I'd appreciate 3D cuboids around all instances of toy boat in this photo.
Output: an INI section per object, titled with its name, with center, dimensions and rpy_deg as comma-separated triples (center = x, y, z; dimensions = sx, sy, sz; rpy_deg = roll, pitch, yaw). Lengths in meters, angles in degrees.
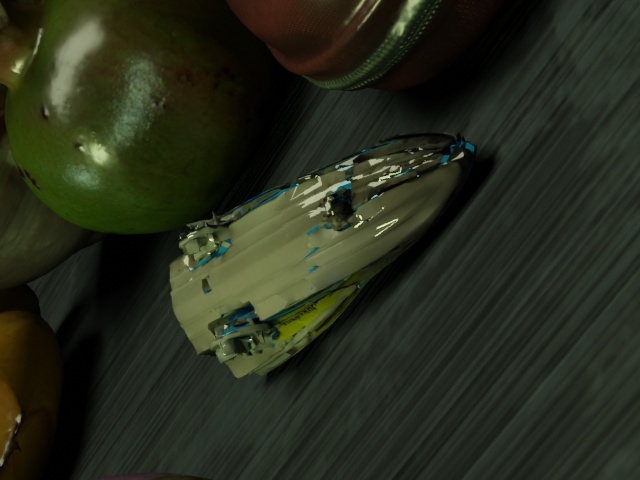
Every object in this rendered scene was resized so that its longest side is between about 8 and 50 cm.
[toy boat]
center = 0.000, 0.000, 0.773
dimensions = 0.210, 0.066, 0.084
rpy_deg = -30, 72, 43

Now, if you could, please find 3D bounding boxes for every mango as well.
[mango]
center = -0.249, 0.149, 1.115
dimensions = 0.154, 0.126, 0.252
rpy_deg = 110, -179, -54

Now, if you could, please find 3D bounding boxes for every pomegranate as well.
[pomegranate]
center = -0.142, -0.100, 1.002
dimensions = 0.181, 0.224, 0.181
rpy_deg = -46, 36, 47

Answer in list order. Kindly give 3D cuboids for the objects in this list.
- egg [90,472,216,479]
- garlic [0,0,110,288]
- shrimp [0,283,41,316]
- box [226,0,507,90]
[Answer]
[egg]
center = -0.054, 0.171, 0.505
dimensions = 0.196, 0.196, 0.271
rpy_deg = -63, 26, 4
[garlic]
center = -0.247, -0.113, 1.158
dimensions = 0.241, 0.322, 0.322
rpy_deg = -43, 29, 57
[shrimp]
center = -0.272, 0.108, 1.229
dimensions = 0.052, 0.132, 0.187
rpy_deg = 17, 95, 42
[box]
center = 0.081, -0.262, 0.797
dimensions = 0.404, 0.108, 0.263
rpy_deg = -60, 21, 12
